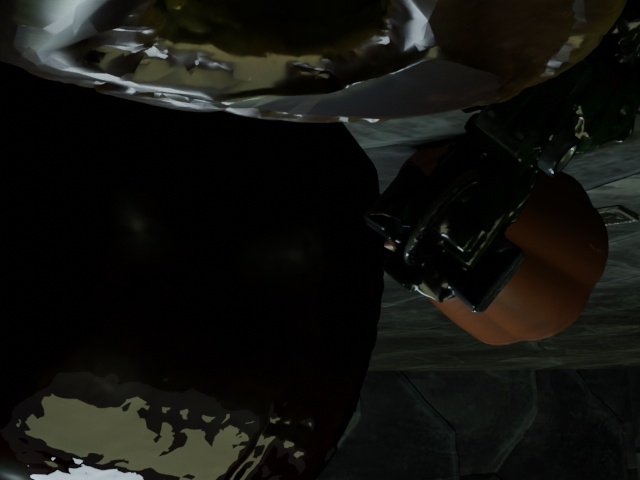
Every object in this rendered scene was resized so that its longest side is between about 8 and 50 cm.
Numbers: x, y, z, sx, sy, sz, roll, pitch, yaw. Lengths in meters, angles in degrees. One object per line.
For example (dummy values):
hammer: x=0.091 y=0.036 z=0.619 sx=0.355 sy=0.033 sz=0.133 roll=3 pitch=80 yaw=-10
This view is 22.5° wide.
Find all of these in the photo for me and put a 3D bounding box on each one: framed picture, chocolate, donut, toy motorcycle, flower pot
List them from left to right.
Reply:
chocolate: x=-0.178 y=0.039 z=1.244 sx=0.331 sy=0.383 sz=0.384 roll=16 pitch=161 yaw=-29
donut: x=-0.024 y=-0.159 z=0.727 sx=0.330 sy=0.160 sz=0.330 roll=-5 pitch=158 yaw=-2
flower pot: x=0.158 y=-0.009 z=1.545 sx=0.191 sy=0.190 sz=0.173 roll=-10 pitch=156 yaw=32
toy motorcycle: x=0.144 y=-0.069 z=1.093 sx=0.274 sy=0.125 sz=0.187 roll=-49 pitch=163 yaw=-3
framed picture: x=0.339 y=-0.028 z=1.927 sx=0.066 sy=0.006 sz=0.089 roll=-8 pitch=168 yaw=25

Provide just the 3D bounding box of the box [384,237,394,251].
box: x=0.000 y=0.000 z=1.782 sx=0.224 sy=0.069 sz=0.120 roll=-6 pitch=169 yaw=7
